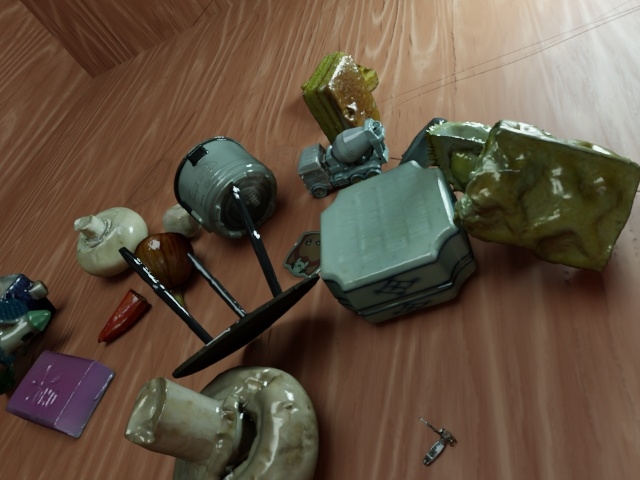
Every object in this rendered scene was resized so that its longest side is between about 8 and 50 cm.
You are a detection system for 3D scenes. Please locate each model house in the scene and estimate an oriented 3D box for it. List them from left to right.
[{"bbox_3d":[-0.945,0.257,1.511,0.284,0.243,0.298,-41,43,-17],"label":"model house"}]

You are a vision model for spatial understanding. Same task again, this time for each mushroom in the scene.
[{"bbox_3d":[-0.678,-0.005,1.579,0.245,0.202,0.246,-14,56,22],"label":"mushroom"},{"bbox_3d":[-0.158,0.321,0.817,0.292,0.290,0.293,-24,42,24],"label":"mushroom"}]

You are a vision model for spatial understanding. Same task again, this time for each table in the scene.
[{"bbox_3d":[-0.191,0.066,0.984,0.317,0.317,0.249,-37,80,1],"label":"table"}]

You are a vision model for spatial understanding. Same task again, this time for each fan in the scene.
[{"bbox_3d":[0.000,0.000,1.221,0.132,0.009,0.220,23,69,44],"label":"fan"}]

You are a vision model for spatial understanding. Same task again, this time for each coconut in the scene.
[{"bbox_3d":[-0.425,-0.057,1.514,0.124,0.110,0.110,-5,49,24],"label":"coconut"}]

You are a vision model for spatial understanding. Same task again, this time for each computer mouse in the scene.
[{"bbox_3d":[0.245,-0.208,1.149,0.113,0.068,0.229,-57,3,-10],"label":"computer mouse"}]

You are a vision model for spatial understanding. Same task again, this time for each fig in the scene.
[{"bbox_3d":[-0.417,0.080,1.365,0.174,0.207,0.175,-17,5,2],"label":"fig"}]

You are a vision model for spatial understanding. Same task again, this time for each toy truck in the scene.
[{"bbox_3d":[0.059,-0.215,1.278,0.256,0.140,0.108,-14,46,26],"label":"toy truck"}]

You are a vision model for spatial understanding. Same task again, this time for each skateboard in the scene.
[{"bbox_3d":[0.166,0.304,0.755,0.064,0.083,0.032,-45,41,-8],"label":"skateboard"}]

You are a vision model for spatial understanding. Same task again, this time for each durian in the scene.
[{"bbox_3d":[0.359,-0.165,0.985,0.306,0.166,0.172,26,77,15],"label":"durian"}]

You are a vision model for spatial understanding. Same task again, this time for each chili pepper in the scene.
[{"bbox_3d":[-0.561,0.219,1.390,0.169,0.065,0.088,-51,41,-9],"label":"chili pepper"}]

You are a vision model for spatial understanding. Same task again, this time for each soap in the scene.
[{"bbox_3d":[-0.679,0.392,1.294,0.259,0.081,0.181,-1,52,36],"label":"soap"}]

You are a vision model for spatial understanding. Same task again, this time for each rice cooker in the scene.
[{"bbox_3d":[-0.261,-0.146,1.356,0.241,0.280,0.227,-46,57,-7],"label":"rice cooker"}]

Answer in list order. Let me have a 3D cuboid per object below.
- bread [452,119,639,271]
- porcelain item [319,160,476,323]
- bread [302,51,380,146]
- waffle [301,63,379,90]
[{"bbox_3d":[0.363,-0.073,0.807,0.251,0.196,0.238,25,25,15],"label":"bread"},{"bbox_3d":[0.147,0.005,0.993,0.281,0.157,0.286,-21,43,18],"label":"porcelain item"},{"bbox_3d":[0.068,-0.362,1.341,0.110,0.234,0.184,-3,50,39],"label":"bread"},{"bbox_3d":[0.060,-0.507,1.617,0.168,0.057,0.274,-41,40,-3],"label":"waffle"}]
